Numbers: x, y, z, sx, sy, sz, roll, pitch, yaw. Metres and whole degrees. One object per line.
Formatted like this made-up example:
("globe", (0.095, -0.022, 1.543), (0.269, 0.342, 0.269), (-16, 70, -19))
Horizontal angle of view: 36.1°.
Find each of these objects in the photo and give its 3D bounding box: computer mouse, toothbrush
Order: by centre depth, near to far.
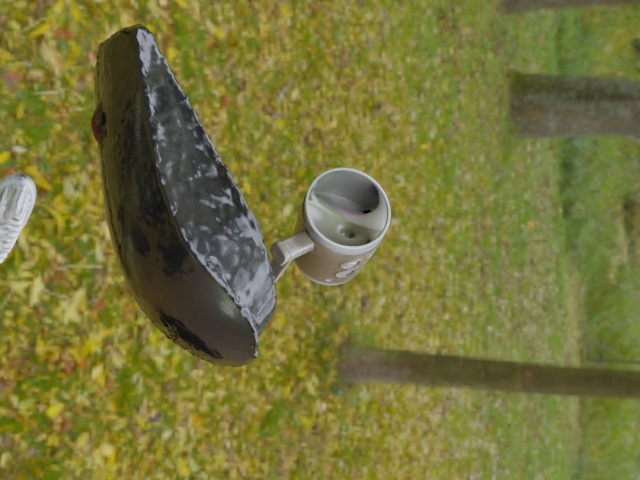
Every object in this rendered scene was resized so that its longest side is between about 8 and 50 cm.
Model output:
("toothbrush", (-0.233, 0.067, 0.590), (0.025, 0.307, 0.030), (24, 39, -21))
("computer mouse", (-0.134, -0.027, 0.797), (0.087, 0.168, 0.295), (-24, 83, -25))

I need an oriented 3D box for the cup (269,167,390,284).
("cup", (0.007, 0.003, 0.839), (0.102, 0.074, 0.099), (-57, 175, -24))
